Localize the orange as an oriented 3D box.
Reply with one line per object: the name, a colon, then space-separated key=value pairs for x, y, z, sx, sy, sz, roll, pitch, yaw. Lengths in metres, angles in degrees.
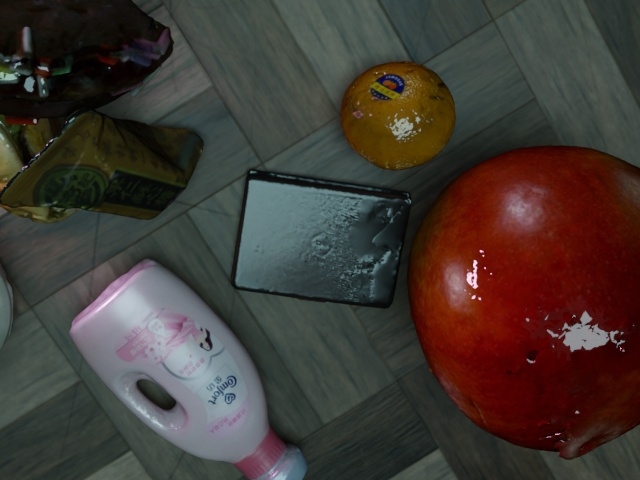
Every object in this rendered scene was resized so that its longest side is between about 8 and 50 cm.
orange: x=0.093 y=-0.143 z=1.279 sx=0.135 sy=0.135 sz=0.117 roll=-32 pitch=137 yaw=0

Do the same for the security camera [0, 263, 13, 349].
security camera: x=-0.448 y=0.094 z=1.197 sx=0.194 sy=0.236 sz=0.195 roll=-1 pitch=99 yaw=-6

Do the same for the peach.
peach: x=0.273 y=0.065 z=1.225 sx=0.370 sy=0.370 sz=0.370 roll=-1 pitch=101 yaw=-7

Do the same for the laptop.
laptop: x=0.000 y=0.000 z=1.346 sx=0.207 sy=0.026 sz=0.154 roll=8 pitch=102 yaw=-8

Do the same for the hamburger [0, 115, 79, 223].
hamburger: x=-0.354 y=-0.100 z=1.221 sx=0.135 sy=0.155 sz=0.208 roll=-14 pitch=112 yaw=4

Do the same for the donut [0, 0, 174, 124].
donut: x=-0.333 y=-0.253 z=1.099 sx=0.259 sy=0.136 sz=0.345 roll=-32 pitch=77 yaw=-34

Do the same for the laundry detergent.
laundry detergent: x=-0.148 y=0.185 z=1.330 sx=0.159 sy=0.088 sz=0.335 roll=-38 pitch=104 yaw=6

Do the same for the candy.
candy: x=-0.235 y=-0.079 z=1.181 sx=0.143 sy=0.271 sz=0.101 roll=-46 pitch=76 yaw=13
